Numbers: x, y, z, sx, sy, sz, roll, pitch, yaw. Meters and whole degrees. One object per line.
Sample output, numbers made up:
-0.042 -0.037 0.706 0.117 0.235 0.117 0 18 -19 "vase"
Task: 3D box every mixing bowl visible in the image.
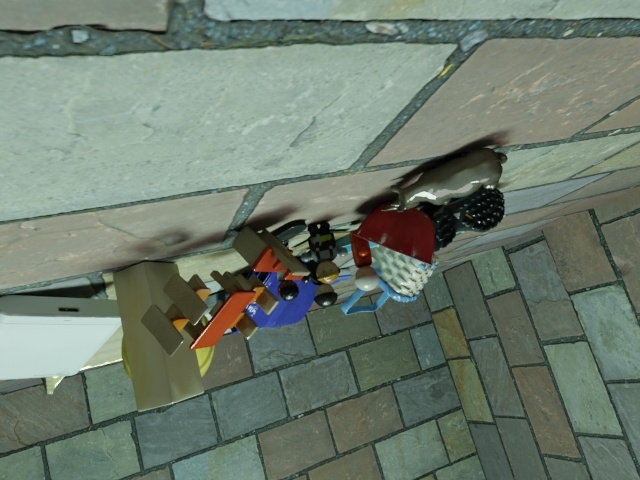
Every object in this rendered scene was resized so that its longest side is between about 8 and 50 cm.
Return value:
0.171 -0.024 1.027 0.181 0.098 0.181 22 -178 -1 "mixing bowl"

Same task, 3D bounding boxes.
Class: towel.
-0.116 0.149 1.381 0.308 0.076 0.228 7 118 -58 "towel"

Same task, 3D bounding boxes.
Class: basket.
0.206 0.114 1.468 0.289 0.201 0.254 -53 156 14 "basket"

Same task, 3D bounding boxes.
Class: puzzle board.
0.000 0.000 1.197 0.128 0.011 0.096 -26 166 39 "puzzle board"

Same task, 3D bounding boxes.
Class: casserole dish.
0.106 0.000 1.282 0.188 0.037 0.114 -11 168 -21 "casserole dish"

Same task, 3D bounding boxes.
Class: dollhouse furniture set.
-0.156 0.112 0.924 0.259 0.135 0.262 -51 159 11 "dollhouse furniture set"

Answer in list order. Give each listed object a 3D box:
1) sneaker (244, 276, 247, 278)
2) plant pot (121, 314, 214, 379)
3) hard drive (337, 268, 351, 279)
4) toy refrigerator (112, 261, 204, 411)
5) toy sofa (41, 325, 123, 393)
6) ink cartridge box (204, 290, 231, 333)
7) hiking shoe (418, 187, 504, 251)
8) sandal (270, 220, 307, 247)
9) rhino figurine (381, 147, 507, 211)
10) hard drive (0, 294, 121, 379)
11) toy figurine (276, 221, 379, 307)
-0.174 0.134 1.428 0.106 0.078 0.234 -25 168 8 "sneaker"
-0.411 0.258 1.309 0.253 0.254 0.239 -11 151 -24 "plant pot"
-0.057 0.162 1.796 0.210 0.040 0.318 -26 165 36 "hard drive"
-0.324 0.185 0.954 0.094 0.270 0.102 -19 169 19 "toy refrigerator"
-0.668 0.319 1.482 0.362 0.177 0.150 -9 -169 -35 "toy sofa"
-0.312 0.245 1.647 0.303 0.072 0.307 -19 161 12 "ink cartridge box"
0.324 -0.068 1.186 0.303 0.113 0.132 -18 -160 -27 "hiking shoe"
-0.096 0.009 1.023 0.067 0.040 0.179 -4 163 -47 "sandal"
0.221 -0.102 0.883 0.243 0.073 0.106 -20 172 24 "rhino figurine"
-0.597 0.219 1.043 0.232 0.047 0.353 9 144 -41 "hard drive"
0.008 0.065 1.112 0.213 0.148 0.209 -24 159 36 "toy figurine"
